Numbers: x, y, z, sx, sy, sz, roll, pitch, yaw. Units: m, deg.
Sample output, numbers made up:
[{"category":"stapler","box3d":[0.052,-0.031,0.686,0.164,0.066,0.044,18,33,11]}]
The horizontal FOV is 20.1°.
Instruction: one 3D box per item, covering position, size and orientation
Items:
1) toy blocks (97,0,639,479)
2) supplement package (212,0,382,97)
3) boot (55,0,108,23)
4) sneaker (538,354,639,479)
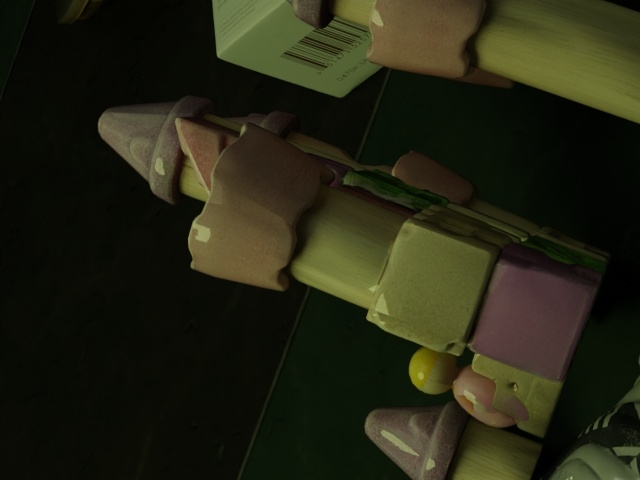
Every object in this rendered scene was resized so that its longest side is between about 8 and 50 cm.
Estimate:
[{"category":"toy blocks","box3d":[0.000,0.000,0.843,0.260,0.288,0.309,20,97,9]},{"category":"supplement package","box3d":[-0.002,-0.199,1.132,0.105,0.105,0.179,-33,53,43]},{"category":"boot","box3d":[-0.125,-0.231,1.321,0.305,0.115,0.112,147,121,-64]},{"category":"sneaker","box3d":[0.216,0.042,0.740,0.210,0.137,0.366,-57,1,-27]}]
